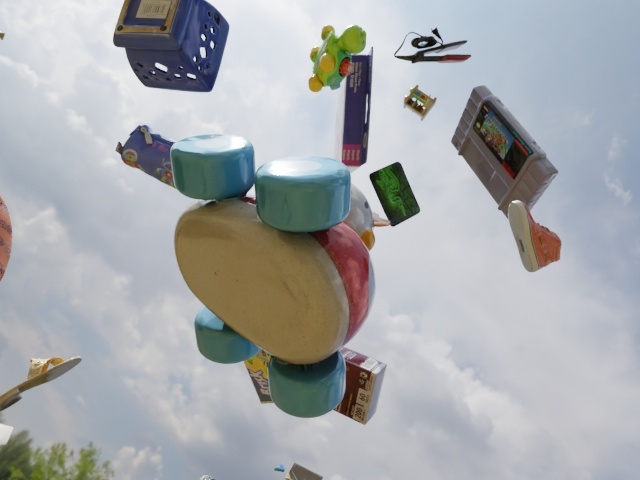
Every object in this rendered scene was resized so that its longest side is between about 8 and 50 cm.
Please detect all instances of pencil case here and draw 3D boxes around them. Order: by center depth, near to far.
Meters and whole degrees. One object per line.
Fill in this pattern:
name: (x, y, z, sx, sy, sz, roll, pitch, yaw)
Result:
pencil case: (-0.352, -0.191, 1.209, 0.306, 0.119, 0.133, 26, -34, -1)

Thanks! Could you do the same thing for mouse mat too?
mouse mat: (0.246, -0.154, 1.555, 0.007, 0.152, 0.190, -20, -84, 58)

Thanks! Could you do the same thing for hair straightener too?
hair straightener: (0.285, -0.499, 1.221, 0.047, 0.230, 0.089, 169, -92, -68)

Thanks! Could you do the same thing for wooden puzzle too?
wooden puzzle: (-0.032, 0.481, 0.956, 0.116, 0.078, 0.014, 22, -86, 19)

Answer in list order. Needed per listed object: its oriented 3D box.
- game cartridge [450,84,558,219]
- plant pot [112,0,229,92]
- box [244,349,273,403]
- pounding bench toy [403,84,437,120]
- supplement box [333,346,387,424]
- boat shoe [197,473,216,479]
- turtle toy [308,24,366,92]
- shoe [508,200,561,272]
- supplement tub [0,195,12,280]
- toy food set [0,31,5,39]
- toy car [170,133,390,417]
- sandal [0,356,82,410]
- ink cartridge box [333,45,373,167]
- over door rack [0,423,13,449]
game cartridge: (0.511, -0.250, 1.368, 0.230, 0.068, 0.355, 90, -22, -58)
plant pot: (-0.414, -0.571, 1.307, 0.235, 0.236, 0.212, 9, -14, 15)
box: (-0.115, 0.257, 0.977, 0.059, 0.054, 0.169, -9, -63, 15)
pounding bench toy: (0.230, -0.328, 1.110, 0.065, 0.083, 0.052, 37, -83, 6)
supplement box: (0.023, 0.313, 1.112, 0.239, 0.073, 0.130, 17, -76, 26)
boat shoe: (-0.374, 0.738, 1.280, 0.079, 0.233, 0.084, 19, -46, 40)
turtle toy: (0.027, -0.307, 0.791, 0.066, 0.095, 0.130, 13, -29, -21)
shoe: (0.501, -0.019, 1.106, 0.063, 0.081, 0.178, -132, -158, -78)
supplement tub: (-0.509, -0.013, 0.474, 0.315, 0.194, 0.194, 8, -50, 2)
toy food set: (-0.747, -0.461, 1.014, 0.078, 0.019, 0.122, -39, -61, 22)
toy car: (0.000, 0.000, 0.481, 0.210, 0.238, 0.219, 20, -57, 36)
sandal: (-0.808, 0.372, 1.338, 0.079, 0.240, 0.088, 47, -43, 10)
ink cartridge box: (0.090, -0.378, 1.451, 0.071, 0.330, 0.325, 3, -89, -4)
over door rack: (-0.313, 0.189, 0.193, 0.239, 0.324, 0.108, 33, -79, -26)
